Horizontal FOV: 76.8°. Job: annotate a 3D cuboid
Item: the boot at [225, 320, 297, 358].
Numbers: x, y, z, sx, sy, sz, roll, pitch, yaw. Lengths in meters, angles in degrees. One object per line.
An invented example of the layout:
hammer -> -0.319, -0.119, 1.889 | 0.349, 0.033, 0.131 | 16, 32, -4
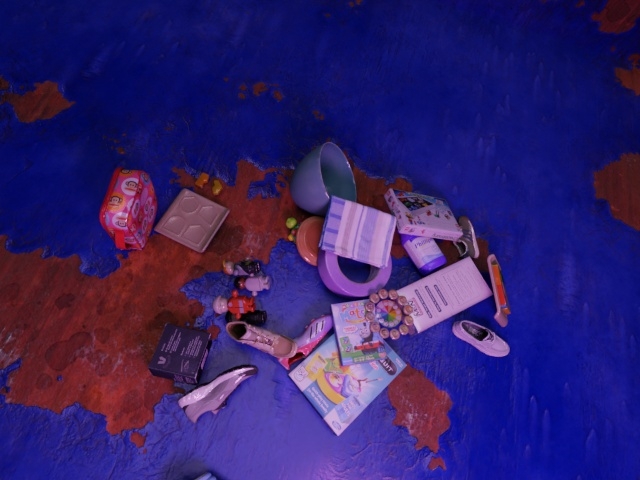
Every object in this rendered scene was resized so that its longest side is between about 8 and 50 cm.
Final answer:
boot -> -0.196, 0.328, 1.342 | 0.213, 0.165, 0.077 | 11, 71, 31

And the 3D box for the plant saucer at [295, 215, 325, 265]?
plant saucer -> 0.000, 0.000, 1.575 | 0.199, 0.037, 0.200 | 5, 79, -28

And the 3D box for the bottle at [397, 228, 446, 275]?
bottle -> 0.390, 0.000, 1.637 | 0.118, 0.092, 0.283 | -22, 72, -20

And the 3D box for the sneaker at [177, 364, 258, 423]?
sneaker -> -0.326, 0.499, 1.339 | 0.271, 0.100, 0.108 | -28, 83, -11

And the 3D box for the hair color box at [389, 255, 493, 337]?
hair color box -> 0.460, 0.213, 1.549 | 0.346, 0.105, 0.174 | -22, 72, -16

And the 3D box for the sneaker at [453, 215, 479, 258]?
sneaker -> 0.592, -0.013, 1.683 | 0.086, 0.064, 0.192 | -6, 71, -15

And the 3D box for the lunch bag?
lunch bag -> -0.672, -0.087, 1.429 | 0.120, 0.293, 0.259 | 9, 66, -9

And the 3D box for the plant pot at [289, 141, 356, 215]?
plant pot -> -0.008, -0.219, 1.604 | 0.195, 0.290, 0.291 | -13, 64, 29

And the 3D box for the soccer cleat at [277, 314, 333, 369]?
soccer cleat -> -0.041, 0.357, 1.426 | 0.247, 0.083, 0.095 | -31, 46, -14

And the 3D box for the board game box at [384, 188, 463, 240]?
board game box -> 0.417, -0.103, 1.626 | 0.304, 0.053, 0.193 | 7, 50, -29

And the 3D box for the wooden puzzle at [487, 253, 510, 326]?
wooden puzzle -> 0.685, 0.194, 1.539 | 0.044, 0.221, 0.239 | -9, 66, 28

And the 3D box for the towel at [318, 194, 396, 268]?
towel -> 0.143, -0.030, 1.476 | 0.284, 0.034, 0.210 | 17, 81, -20

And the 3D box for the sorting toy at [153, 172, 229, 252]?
sorting toy -> -0.482, -0.117, 1.606 | 0.228, 0.041, 0.308 | 24, 66, 8

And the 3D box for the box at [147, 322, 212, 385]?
box -> -0.464, 0.381, 1.350 | 0.158, 0.093, 0.156 | 14, 54, -2

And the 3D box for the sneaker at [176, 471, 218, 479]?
sneaker -> -0.398, 0.830, 1.169 | 0.208, 0.127, 0.319 | 41, 59, 8

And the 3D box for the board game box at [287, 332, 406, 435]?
board game box -> 0.093, 0.456, 1.413 | 0.336, 0.079, 0.254 | -38, 77, -20

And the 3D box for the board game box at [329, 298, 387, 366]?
board game box -> 0.130, 0.319, 1.410 | 0.159, 0.039, 0.212 | -6, 65, -12

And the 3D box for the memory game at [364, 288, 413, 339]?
memory game -> 0.244, 0.258, 1.431 | 0.185, 0.012, 0.187 | 4, 64, -9

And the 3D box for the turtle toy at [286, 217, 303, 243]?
turtle toy -> -0.085, -0.038, 1.605 | 0.130, 0.066, 0.095 | 40, 68, 10

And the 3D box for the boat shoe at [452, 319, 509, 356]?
boat shoe -> 0.612, 0.367, 1.517 | 0.227, 0.081, 0.079 | 25, 66, 4

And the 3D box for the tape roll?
tape roll -> 0.130, 0.082, 1.535 | 0.274, 0.090, 0.275 | 6, 73, -20

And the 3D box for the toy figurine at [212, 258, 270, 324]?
toy figurine -> -0.275, 0.184, 1.413 | 0.148, 0.213, 0.210 | -2, 63, 9
